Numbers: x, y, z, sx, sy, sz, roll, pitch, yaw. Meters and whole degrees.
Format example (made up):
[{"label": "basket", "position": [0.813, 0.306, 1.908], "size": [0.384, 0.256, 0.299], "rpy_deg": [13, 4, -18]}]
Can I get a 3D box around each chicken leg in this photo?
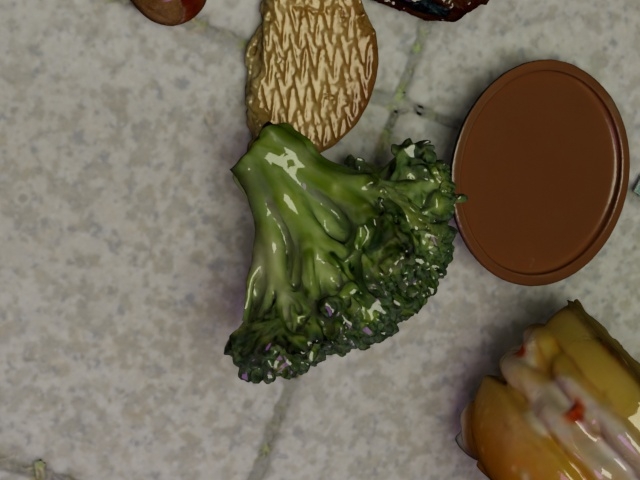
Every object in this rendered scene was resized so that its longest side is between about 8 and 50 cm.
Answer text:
[{"label": "chicken leg", "position": [0.137, -0.287, 1.729], "size": [0.253, 0.051, 0.106], "rpy_deg": [1, 94, -20]}]

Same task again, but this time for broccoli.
[{"label": "broccoli", "position": [0.000, 0.000, 1.655], "size": [0.245, 0.288, 0.248], "rpy_deg": [51, 126, 3]}]

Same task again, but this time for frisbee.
[{"label": "frisbee", "position": [0.242, -0.074, 1.783], "size": [0.250, 0.021, 0.251], "rpy_deg": [-5, 100, -32]}]

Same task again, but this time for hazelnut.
[{"label": "hazelnut", "position": [-0.153, -0.259, 1.632], "size": [0.086, 0.086, 0.086], "rpy_deg": [-3, 100, -16]}]

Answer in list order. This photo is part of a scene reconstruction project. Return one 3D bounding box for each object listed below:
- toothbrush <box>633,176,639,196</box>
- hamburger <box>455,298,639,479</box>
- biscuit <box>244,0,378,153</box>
[{"label": "toothbrush", "position": [0.407, -0.144, 1.852], "size": [0.022, 0.017, 0.204], "rpy_deg": [22, 93, -38]}, {"label": "hamburger", "position": [0.281, 0.223, 1.757], "size": [0.276, 0.276, 0.237], "rpy_deg": [41, 98, -19]}, {"label": "biscuit", "position": [-0.009, -0.192, 1.708], "size": [0.144, 0.033, 0.224], "rpy_deg": [0, 100, -19]}]
